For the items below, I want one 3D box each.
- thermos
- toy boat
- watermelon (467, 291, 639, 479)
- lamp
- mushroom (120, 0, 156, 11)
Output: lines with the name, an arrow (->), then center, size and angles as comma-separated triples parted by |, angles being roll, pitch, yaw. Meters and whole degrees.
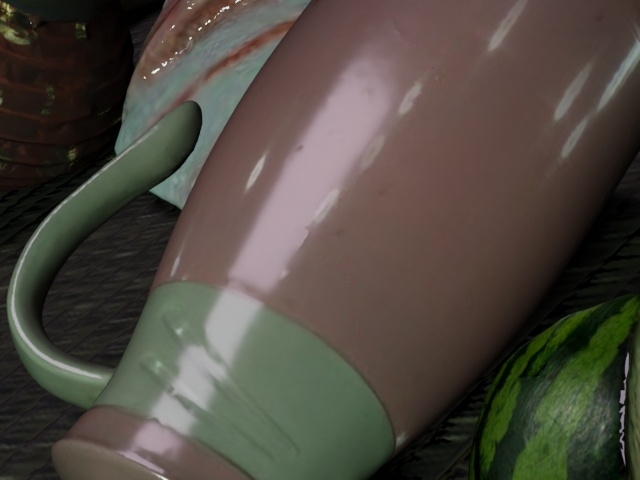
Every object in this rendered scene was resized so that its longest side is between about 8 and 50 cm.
thermos -> 0.000, 0.000, 0.482 | 0.176, 0.146, 0.265 | 25, 59, 20
toy boat -> -0.019, -0.069, 0.703 | 0.206, 0.096, 0.282 | -34, 41, 8
watermelon -> 0.093, 0.093, 0.352 | 0.094, 0.125, 0.135 | 0, 53, -21
lamp -> -0.231, -0.131, 0.809 | 0.247, 0.247, 0.247 | -18, 28, 10
mushroom -> -0.139, -0.245, 1.071 | 0.081, 0.092, 0.223 | 30, 64, 37
